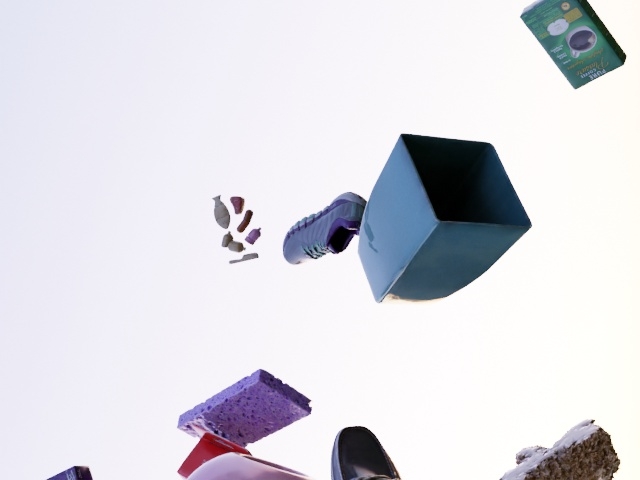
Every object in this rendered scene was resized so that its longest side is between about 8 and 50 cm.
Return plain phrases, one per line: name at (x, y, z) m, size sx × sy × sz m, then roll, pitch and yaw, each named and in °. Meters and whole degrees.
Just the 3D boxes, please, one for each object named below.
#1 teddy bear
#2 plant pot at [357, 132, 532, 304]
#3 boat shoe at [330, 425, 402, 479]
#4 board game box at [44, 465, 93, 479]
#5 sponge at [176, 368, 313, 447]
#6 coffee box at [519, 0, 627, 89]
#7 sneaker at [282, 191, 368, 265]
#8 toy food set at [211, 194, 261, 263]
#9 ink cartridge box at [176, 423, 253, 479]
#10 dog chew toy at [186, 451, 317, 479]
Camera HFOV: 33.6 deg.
teddy bear at (0.381, 0.454, 1.890) m, size 0.113 × 0.338 × 0.245 m, roll 58°, pitch 166°, yaw -5°
plant pot at (0.158, -0.013, 1.568) m, size 0.234 × 0.166 × 0.165 m, roll -57°, pitch 40°, yaw 42°
boat shoe at (0.107, 0.458, 1.800) m, size 0.130 × 0.132 × 0.355 m, roll 100°, pitch 157°, yaw -49°
board game box at (-0.404, 0.549, 1.643) m, size 0.056 × 0.208 × 0.346 m, roll 20°, pitch -136°, yaw -62°
sponge at (-0.126, 0.287, 1.754) m, size 0.117 × 0.210 × 0.031 m, roll 37°, pitch -141°, yaw -27°
coffee box at (0.464, -0.375, 1.947) m, size 0.184 × 0.113 × 0.040 m, roll 47°, pitch -137°, yaw -15°
sneaker at (0.000, 0.000, 1.990) m, size 0.083 × 0.224 × 0.098 m, roll 29°, pitch -138°, yaw -24°
toy food set at (-0.139, -0.024, 1.817) m, size 0.019 × 0.078 × 0.122 m, roll 6°, pitch -108°, yaw -72°
ink cartridge box at (-0.145, 0.411, 1.757) m, size 0.078 × 0.134 × 0.231 m, roll -53°, pitch -41°, yaw -26°
dog chew toy at (-0.107, 0.430, 1.275) m, size 0.206 × 0.207 × 0.331 m, roll 37°, pitch -111°, yaw -64°
